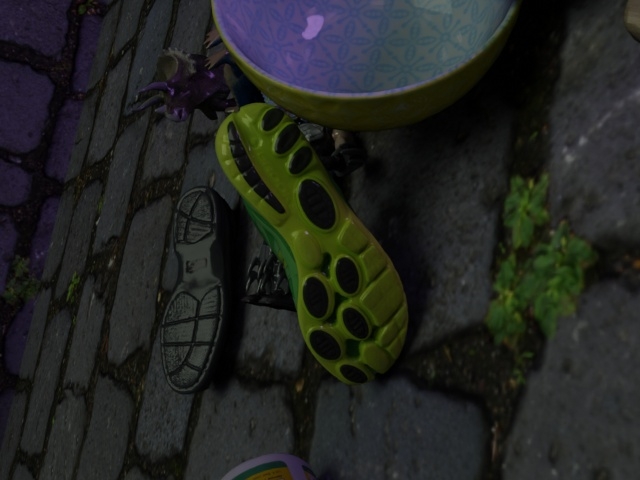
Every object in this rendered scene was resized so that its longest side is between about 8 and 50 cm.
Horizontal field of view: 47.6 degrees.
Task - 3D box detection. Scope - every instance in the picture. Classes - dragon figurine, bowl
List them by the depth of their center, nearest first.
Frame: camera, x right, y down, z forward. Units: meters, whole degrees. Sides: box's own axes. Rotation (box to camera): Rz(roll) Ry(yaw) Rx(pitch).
[{"bbox_3d":[0.051,-0.211,0.725,0.156,0.290,0.289,71,-164,-62],"label":"bowl"},{"bbox_3d":[-0.047,-0.230,0.917,0.289,0.144,0.085,-32,47,22],"label":"dragon figurine"}]

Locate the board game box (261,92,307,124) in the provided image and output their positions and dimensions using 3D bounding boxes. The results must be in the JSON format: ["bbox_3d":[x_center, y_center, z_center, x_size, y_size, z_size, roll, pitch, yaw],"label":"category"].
[{"bbox_3d":[-0.018,-0.257,1.004,0.160,0.039,0.211,26,100,59],"label":"board game box"}]

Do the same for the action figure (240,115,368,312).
[{"bbox_3d":[-0.024,-0.059,0.862,0.185,0.099,0.284,-1,77,54],"label":"action figure"}]

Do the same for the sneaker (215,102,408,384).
[{"bbox_3d":[0.000,0.000,0.721,0.123,0.110,0.295,-74,-41,-85],"label":"sneaker"}]

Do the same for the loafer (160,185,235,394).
[{"bbox_3d":[-0.161,0.073,1.060,0.109,0.095,0.302,-7,73,25],"label":"loafer"}]

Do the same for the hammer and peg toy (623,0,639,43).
[{"bbox_3d":[0.258,-0.208,0.333,0.361,0.127,0.265,27,100,36],"label":"hammer and peg toy"}]

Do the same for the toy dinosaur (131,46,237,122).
[{"bbox_3d":[-0.176,-0.238,1.099,0.313,0.161,0.120,-118,47,-73],"label":"toy dinosaur"}]

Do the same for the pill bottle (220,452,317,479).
[{"bbox_3d":[-0.026,0.313,0.678,0.117,0.118,0.208,-63,33,19],"label":"pill bottle"}]
